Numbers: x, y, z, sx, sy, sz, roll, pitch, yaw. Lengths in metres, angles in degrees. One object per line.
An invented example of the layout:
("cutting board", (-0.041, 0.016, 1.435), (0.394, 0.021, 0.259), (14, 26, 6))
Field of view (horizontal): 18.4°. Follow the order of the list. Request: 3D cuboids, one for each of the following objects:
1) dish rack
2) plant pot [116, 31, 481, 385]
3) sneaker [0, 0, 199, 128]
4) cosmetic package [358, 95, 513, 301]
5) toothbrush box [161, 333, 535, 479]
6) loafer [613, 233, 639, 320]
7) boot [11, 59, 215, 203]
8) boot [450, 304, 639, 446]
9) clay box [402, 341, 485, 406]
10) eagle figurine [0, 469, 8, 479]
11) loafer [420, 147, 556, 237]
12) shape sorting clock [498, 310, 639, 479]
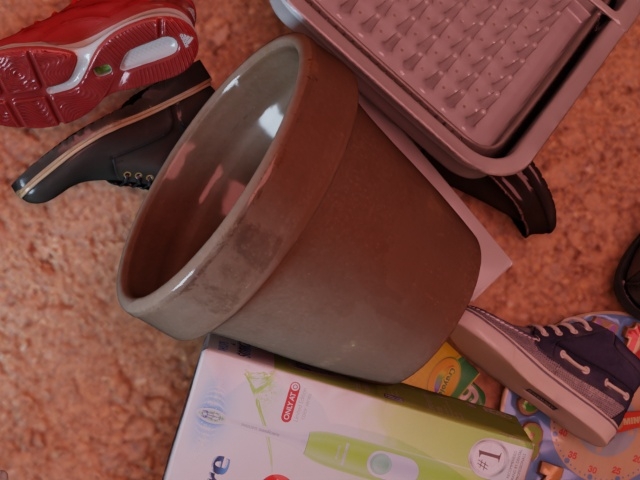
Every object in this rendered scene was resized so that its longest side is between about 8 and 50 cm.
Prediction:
("dish rack", (0.116, -0.220, 1.725), (0.285, 0.072, 0.333), (42, 53, -5))
("plant pot", (0.000, 0.000, 1.587), (0.229, 0.263, 0.263), (33, 78, -18))
("sneaker", (-0.208, -0.175, 1.703), (0.221, 0.128, 0.087), (-11, 129, 8))
("cosmetic package", (0.061, -0.049, 1.732), (0.060, 0.099, 0.239), (-41, 95, -13))
("toothbrush box", (0.011, 0.215, 1.645), (0.283, 0.122, 0.206), (17, 95, -2))
("loafer", (0.364, -0.042, 1.798), (0.096, 0.084, 0.267), (34, 71, -5))
("boot", (-0.151, -0.050, 1.698), (0.198, 0.077, 0.137), (-32, 97, -13))
("boot", (0.199, 0.095, 1.731), (0.190, 0.069, 0.086), (38, 72, -18))
("clay box", (0.038, 0.109, 1.734), (0.222, 0.053, 0.127), (43, 78, -5))
("eagle figurine", (-0.303, 0.345, 1.569), (0.226, 0.225, 0.298), (-28, 81, -24))
("loafer", (0.122, -0.079, 1.767), (0.078, 0.080, 0.220), (-42, 88, -6))
("shape sorting clock", (0.261, 0.166, 1.787), (0.206, 0.040, 0.206), (1, 84, -13))
